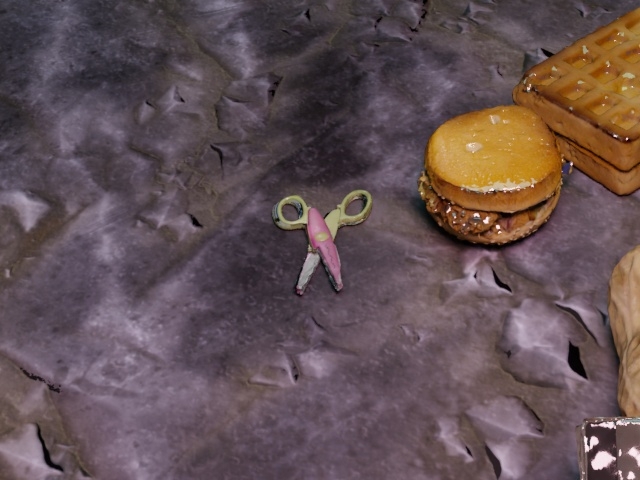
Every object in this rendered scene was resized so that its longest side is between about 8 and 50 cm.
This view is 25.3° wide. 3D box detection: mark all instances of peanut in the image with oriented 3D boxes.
[{"bbox_3d":[0.373,0.123,1.534,0.120,0.136,0.298,-13,42,12],"label":"peanut"}]

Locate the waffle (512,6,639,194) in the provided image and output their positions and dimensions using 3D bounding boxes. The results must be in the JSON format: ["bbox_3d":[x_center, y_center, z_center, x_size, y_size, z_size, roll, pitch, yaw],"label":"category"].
[{"bbox_3d":[0.443,-0.209,1.908,0.327,0.098,0.224,-31,48,-24],"label":"waffle"}]

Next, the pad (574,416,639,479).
[{"bbox_3d":[0.338,0.283,1.380,0.174,0.022,0.233,-1,73,8],"label":"pad"}]

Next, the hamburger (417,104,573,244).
[{"bbox_3d":[0.213,-0.072,1.783,0.181,0.118,0.191,7,42,21],"label":"hamburger"}]

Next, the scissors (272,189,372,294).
[{"bbox_3d":[0.000,0.000,1.813,0.133,0.020,0.187,-6,41,8],"label":"scissors"}]
